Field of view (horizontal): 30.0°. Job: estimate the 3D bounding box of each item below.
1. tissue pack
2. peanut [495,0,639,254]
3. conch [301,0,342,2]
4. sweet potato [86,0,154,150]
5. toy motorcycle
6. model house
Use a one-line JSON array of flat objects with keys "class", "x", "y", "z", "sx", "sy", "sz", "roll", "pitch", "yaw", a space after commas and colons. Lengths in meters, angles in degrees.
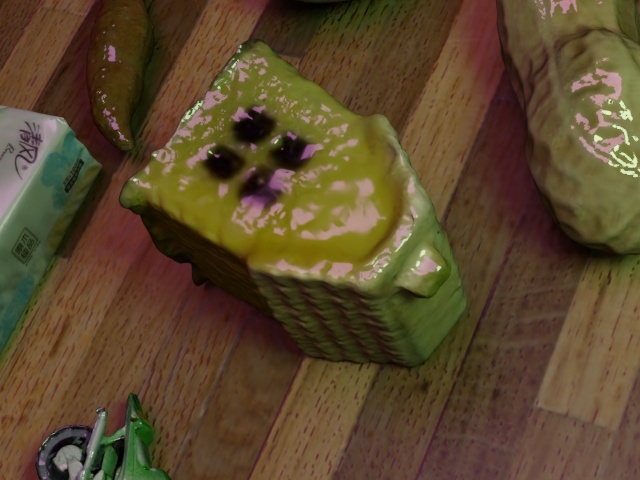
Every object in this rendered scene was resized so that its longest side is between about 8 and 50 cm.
[{"class": "tissue pack", "x": -0.326, "y": -0.019, "z": 1.035, "sx": 0.159, "sy": 0.145, "sz": 0.229, "roll": 16, "pitch": 69, "yaw": 26}, {"class": "peanut", "x": 0.205, "y": -0.129, "z": 0.925, "sx": 0.120, "sy": 0.136, "sz": 0.298, "roll": -5, "pitch": 58, "yaw": -7}, {"class": "conch", "x": 0.026, "y": -0.302, "z": 1.087, "sx": 0.221, "sy": 0.121, "sz": 0.185, "roll": -44, "pitch": 55, "yaw": -16}, {"class": "sweet potato", "x": -0.189, "y": -0.193, "z": 1.136, "sx": 0.067, "sy": 0.067, "sz": 0.274, "roll": -13, "pitch": 53, "yaw": 12}, {"class": "toy motorcycle", "x": -0.143, "y": 0.207, "z": 0.900, "sx": 0.106, "sy": 0.074, "sz": 0.190, "roll": -28, "pitch": 56, "yaw": -9}, {"class": "model house", "x": 0.000, "y": 0.000, "z": 0.893, "sx": 0.175, "sy": 0.193, "sz": 0.234, "roll": -45, "pitch": 61, "yaw": -9}]
